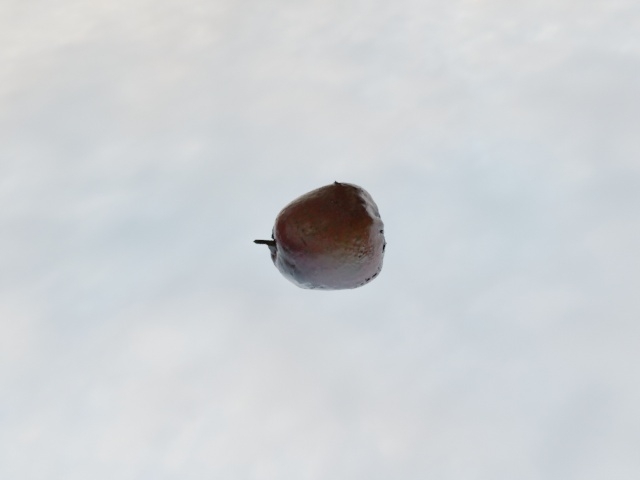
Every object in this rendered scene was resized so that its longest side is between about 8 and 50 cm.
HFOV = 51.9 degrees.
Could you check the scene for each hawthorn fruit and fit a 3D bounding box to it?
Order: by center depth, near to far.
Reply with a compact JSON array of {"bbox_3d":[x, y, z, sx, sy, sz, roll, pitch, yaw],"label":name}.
[{"bbox_3d":[0.006,0.000,0.420,0.077,0.077,0.077,-10,-142,7],"label":"hawthorn fruit"}]
